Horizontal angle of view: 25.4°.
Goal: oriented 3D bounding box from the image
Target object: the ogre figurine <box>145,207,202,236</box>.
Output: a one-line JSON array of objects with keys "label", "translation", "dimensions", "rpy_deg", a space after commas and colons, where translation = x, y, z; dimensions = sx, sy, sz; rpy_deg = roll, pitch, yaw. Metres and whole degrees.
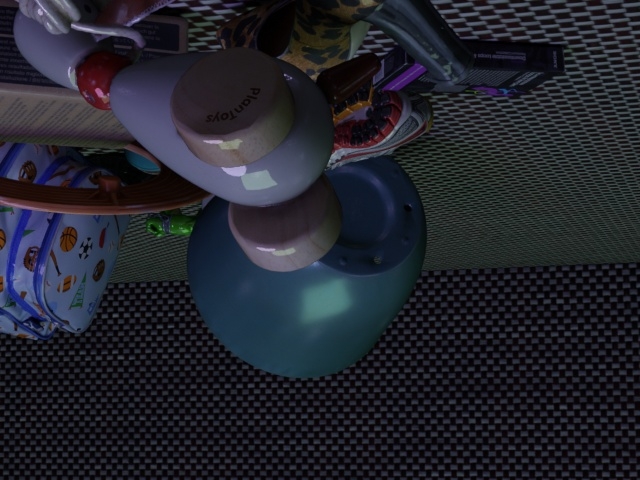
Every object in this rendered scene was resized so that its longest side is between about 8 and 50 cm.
[{"label": "ogre figurine", "translation": [-0.173, -0.026, 2.271], "dimensions": [0.118, 0.097, 0.197], "rpy_deg": [9, 168, 34]}]

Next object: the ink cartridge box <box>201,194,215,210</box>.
[{"label": "ink cartridge box", "translation": [-0.095, -0.048, 2.099], "dimensions": [0.143, 0.092, 0.090], "rpy_deg": [1, 172, -23]}]

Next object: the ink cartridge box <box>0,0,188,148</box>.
[{"label": "ink cartridge box", "translation": [-0.244, -0.147, 1.298], "dimensions": [0.193, 0.088, 0.234], "rpy_deg": [4, 173, -23]}]

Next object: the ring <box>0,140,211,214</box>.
[{"label": "ring", "translation": [-0.270, -0.094, 1.452], "dimensions": [0.336, 0.032, 0.336], "rpy_deg": [8, -162, -3]}]

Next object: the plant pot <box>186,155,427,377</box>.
[{"label": "plant pot", "translation": [0.000, 0.000, 1.797], "dimensions": [0.293, 0.293, 0.235], "rpy_deg": [2, 157, -20]}]

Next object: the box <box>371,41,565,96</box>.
[{"label": "box", "translation": [0.144, -0.169, 1.398], "dimensions": [0.162, 0.029, 0.116], "rpy_deg": [3, 173, -14]}]

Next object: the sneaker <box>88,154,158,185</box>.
[{"label": "sneaker", "translation": [-0.231, -0.076, 1.929], "dimensions": [0.221, 0.083, 0.087], "rpy_deg": [0, 179, 13]}]

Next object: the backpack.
[{"label": "backpack", "translation": [-0.355, -0.018, 1.652], "dimensions": [0.213, 0.277, 0.263], "rpy_deg": [9, 165, 23]}]

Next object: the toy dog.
[{"label": "toy dog", "translation": [-0.086, -0.134, 1.066], "dimensions": [0.161, 0.333, 0.220], "rpy_deg": [-42, 164, -17]}]

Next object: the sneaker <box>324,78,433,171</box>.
[{"label": "sneaker", "translation": [0.037, -0.116, 1.576], "dimensions": [0.092, 0.088, 0.225], "rpy_deg": [3, 172, -36]}]

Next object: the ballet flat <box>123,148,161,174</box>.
[{"label": "ballet flat", "translation": [-0.156, -0.118, 1.640], "dimensions": [0.067, 0.073, 0.206], "rpy_deg": [-13, -175, -34]}]

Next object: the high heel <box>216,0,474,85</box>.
[{"label": "high heel", "translation": [-0.024, -0.195, 1.104], "dimensions": [0.261, 0.093, 0.186], "rpy_deg": [10, 158, 41]}]
